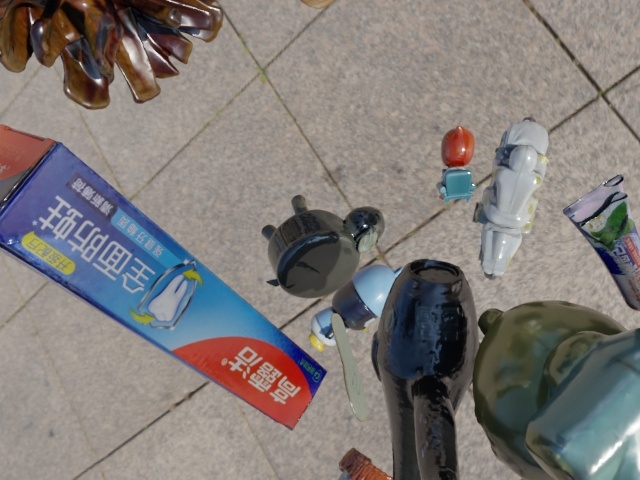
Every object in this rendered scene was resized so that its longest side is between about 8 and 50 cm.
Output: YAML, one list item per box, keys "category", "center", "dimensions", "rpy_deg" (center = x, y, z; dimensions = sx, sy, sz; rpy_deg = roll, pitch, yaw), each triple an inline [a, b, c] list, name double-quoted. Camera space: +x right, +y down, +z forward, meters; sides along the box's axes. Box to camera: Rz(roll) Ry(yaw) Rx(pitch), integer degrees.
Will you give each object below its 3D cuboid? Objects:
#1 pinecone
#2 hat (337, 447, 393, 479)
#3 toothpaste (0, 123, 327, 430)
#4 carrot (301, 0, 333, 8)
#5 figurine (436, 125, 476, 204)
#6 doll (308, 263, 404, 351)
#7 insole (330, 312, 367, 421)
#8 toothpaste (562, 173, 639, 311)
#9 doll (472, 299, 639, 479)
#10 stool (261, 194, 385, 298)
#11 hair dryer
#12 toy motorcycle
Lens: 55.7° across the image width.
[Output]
- category: "pinecone"
  center: [-0.185, -0.205, 0.475]
  dimensions: [0.202, 0.229, 0.201]
  rpy_deg: [-42, 92, -10]
- category: "hat"
  center: [0.046, 0.382, 0.824]
  dimensions: [0.112, 0.093, 0.162]
  rpy_deg: [33, 75, 3]
- category: "toothpaste"
  center: [-0.105, 0.048, 0.437]
  dimensions: [0.076, 0.320, 0.066]
  rpy_deg: [19, 70, 39]
- category: "carrot"
  center: [0.070, -0.441, 0.794]
  dimensions: [0.254, 0.196, 0.196]
  rpy_deg: [-9, 86, 37]
- category: "figurine"
  center: [0.243, -0.138, 1.091]
  dimensions: [0.068, 0.075, 0.140]
  rpy_deg: [-2, 106, 1]
- category: "doll"
  center: [0.102, 0.171, 1.601]
  dimensions: [0.314, 0.177, 0.141]
  rpy_deg: [-42, 97, 16]
- category: "insole"
  center: [0.049, 0.215, 1.037]
  dimensions: [0.004, 0.064, 0.189]
  rpy_deg: [-21, 78, 25]
- category: "toothpaste"
  center: [0.230, 0.012, 0.460]
  dimensions: [0.045, 0.170, 0.028]
  rpy_deg: [-32, 41, 17]
- category: "doll"
  center: [0.219, 0.135, 0.481]
  dimensions: [0.161, 0.260, 0.177]
  rpy_deg: [-42, 92, -5]
- category: "stool"
  center: [0.002, 0.006, 1.110]
  dimensions: [0.139, 0.227, 0.153]
  rpy_deg: [-117, 20, -44]
- category: "hair dryer"
  center: [0.098, 0.208, 0.568]
  dimensions: [0.120, 0.359, 0.304]
  rpy_deg: [6, 111, 5]
- category: "toy motorcycle"
  center: [0.240, -0.063, 0.757]
  dimensions: [0.074, 0.151, 0.229]
  rpy_deg: [17, 81, 12]
